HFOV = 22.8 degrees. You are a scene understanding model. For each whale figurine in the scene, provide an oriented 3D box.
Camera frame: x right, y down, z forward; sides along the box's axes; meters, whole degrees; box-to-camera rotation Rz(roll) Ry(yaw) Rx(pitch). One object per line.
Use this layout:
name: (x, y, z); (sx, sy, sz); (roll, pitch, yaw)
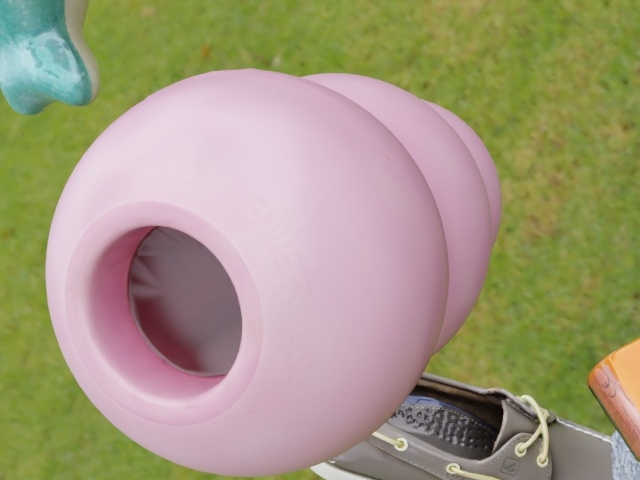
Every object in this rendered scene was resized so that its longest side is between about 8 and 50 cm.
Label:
whale figurine: (-0.244, -0.224, 1.172); (0.216, 0.141, 0.272); (-1, 101, 48)

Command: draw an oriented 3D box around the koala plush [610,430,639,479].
koala plush: (0.318, 0.079, 1.074); (0.203, 0.196, 0.221); (-45, 38, 50)

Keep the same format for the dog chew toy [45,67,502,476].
dog chew toy: (0.000, 0.000, 0.876); (0.207, 0.332, 0.206); (7, 105, 26)

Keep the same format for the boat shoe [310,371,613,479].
boat shoe: (0.147, 0.182, 1.401); (0.096, 0.325, 0.116); (105, 179, -46)

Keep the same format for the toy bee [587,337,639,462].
toy bee: (0.296, 0.049, 0.900); (0.298, 0.162, 0.195); (-11, 68, 6)
